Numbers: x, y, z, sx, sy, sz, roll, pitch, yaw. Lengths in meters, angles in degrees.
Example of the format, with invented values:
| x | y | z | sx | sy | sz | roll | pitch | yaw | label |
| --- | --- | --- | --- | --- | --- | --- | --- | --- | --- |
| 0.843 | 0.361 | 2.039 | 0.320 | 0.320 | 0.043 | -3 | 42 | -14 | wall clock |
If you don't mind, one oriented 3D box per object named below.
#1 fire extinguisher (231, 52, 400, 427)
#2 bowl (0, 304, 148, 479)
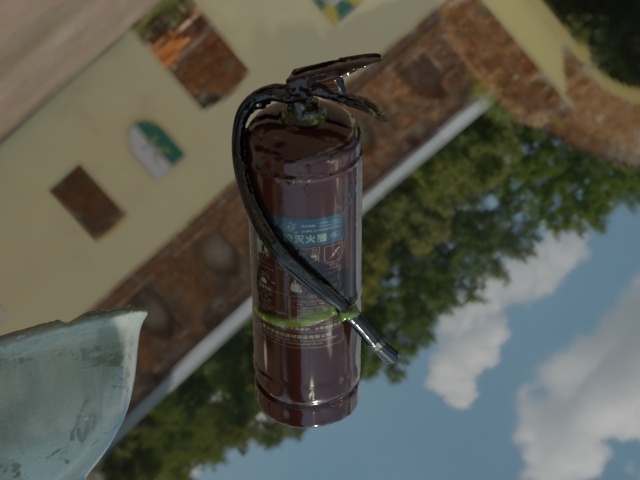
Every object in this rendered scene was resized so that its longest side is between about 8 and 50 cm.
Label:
| x | y | z | sx | sy | sz | roll | pitch | yaw | label |
| --- | --- | --- | --- | --- | --- | --- | --- | --- | --- |
| 0.000 | 0.000 | 1.074 | 0.141 | 0.341 | 0.105 | 5 | -147 | 6 | fire extinguisher |
| -0.281 | 0.172 | 1.118 | 0.313 | 0.146 | 0.313 | -17 | 174 | -2 | bowl |
